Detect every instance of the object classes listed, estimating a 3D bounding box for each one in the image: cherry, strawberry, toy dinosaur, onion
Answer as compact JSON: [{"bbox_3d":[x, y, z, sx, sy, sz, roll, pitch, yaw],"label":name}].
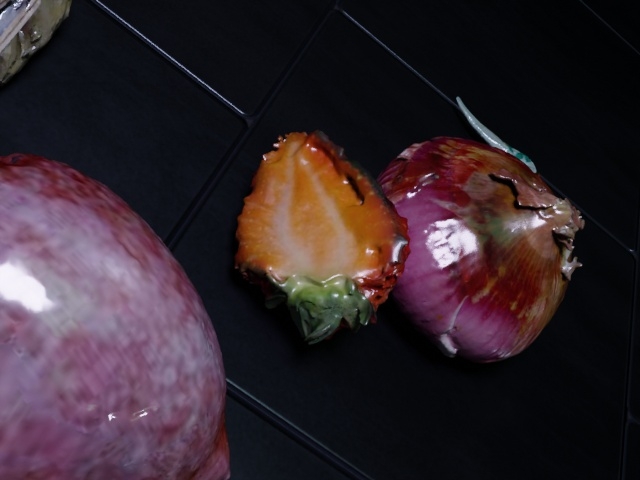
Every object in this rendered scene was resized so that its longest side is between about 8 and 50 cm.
[{"bbox_3d":[-0.149,0.063,0.445,0.249,0.175,0.192,41,23,-10],"label":"cherry"},{"bbox_3d":[0.000,0.003,0.656,0.140,0.085,0.192,-40,58,-16],"label":"strawberry"},{"bbox_3d":[0.232,-0.089,0.935,0.106,0.044,0.187,6,44,-50],"label":"toy dinosaur"},{"bbox_3d":[0.156,-0.003,0.726,0.230,0.163,0.230,12,67,-31],"label":"onion"}]

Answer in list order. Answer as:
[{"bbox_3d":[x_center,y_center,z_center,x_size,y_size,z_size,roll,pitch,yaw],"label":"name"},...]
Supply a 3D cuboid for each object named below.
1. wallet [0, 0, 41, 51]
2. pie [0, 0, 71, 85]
[{"bbox_3d":[-0.265,-0.067,0.410,0.231,0.170,0.069,-60,141,-24],"label":"wallet"},{"bbox_3d":[-0.337,-0.236,0.573,0.339,0.077,0.339,14,60,-26],"label":"pie"}]
